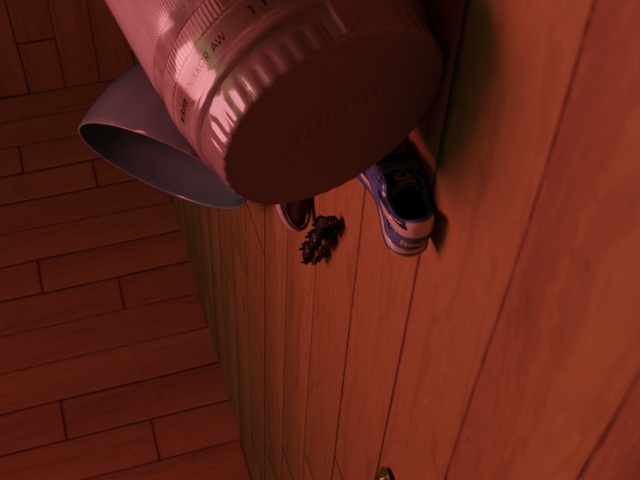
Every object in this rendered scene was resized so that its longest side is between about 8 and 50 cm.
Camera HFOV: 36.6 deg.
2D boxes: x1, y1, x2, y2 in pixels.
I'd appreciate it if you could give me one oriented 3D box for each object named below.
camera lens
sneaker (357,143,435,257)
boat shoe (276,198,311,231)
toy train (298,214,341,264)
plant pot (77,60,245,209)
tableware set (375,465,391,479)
[{"bbox_3d":[-0.052,-0.196,0.807,0.274,0.219,0.219,58,160,24],"label":"camera lens"},{"bbox_3d":[0.066,-0.059,0.876,0.059,0.053,0.144,108,139,-67],"label":"sneaker"},{"bbox_3d":[-0.037,-0.079,1.306,0.040,0.049,0.142,-145,47,-71],"label":"boat shoe"},{"bbox_3d":[0.000,0.000,1.247,0.158,0.036,0.027,120,140,-70],"label":"toy train"},{"bbox_3d":[-0.220,-0.202,1.582,0.290,0.290,0.196,132,161,-74],"label":"plant pot"},{"bbox_3d":[0.099,0.354,1.182,0.154,0.024,0.104,-120,25,-57],"label":"tableware set"}]
